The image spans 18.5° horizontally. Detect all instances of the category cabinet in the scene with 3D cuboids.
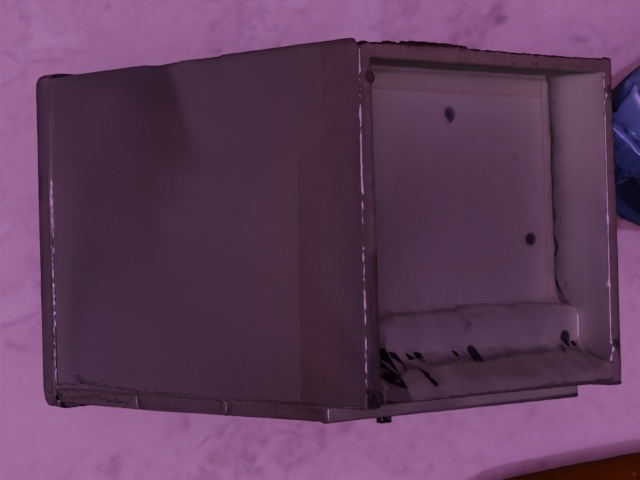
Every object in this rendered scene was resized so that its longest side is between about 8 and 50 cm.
[{"bbox_3d":[0.000,0.000,0.822,0.145,0.206,0.150,-1,90,-42],"label":"cabinet"}]

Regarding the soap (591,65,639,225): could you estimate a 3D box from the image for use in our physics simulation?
[{"bbox_3d":[0.237,-0.098,0.867,0.293,0.156,0.077,-35,88,1],"label":"soap"}]

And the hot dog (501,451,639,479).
[{"bbox_3d":[0.174,0.138,0.914,0.236,0.062,0.092,-13,87,0],"label":"hot dog"}]
